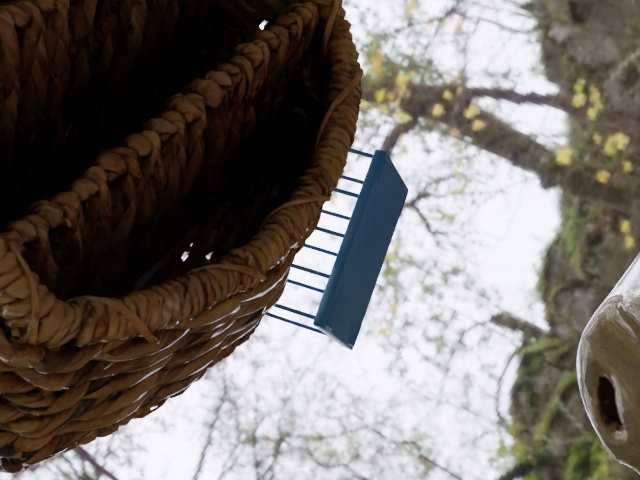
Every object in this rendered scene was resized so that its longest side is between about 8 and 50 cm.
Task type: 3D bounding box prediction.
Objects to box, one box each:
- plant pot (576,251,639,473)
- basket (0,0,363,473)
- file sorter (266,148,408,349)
[{"bbox_3d":[0.346,0.043,0.744,0.305,0.334,0.333,-40,-39,-28],"label":"plant pot"},{"bbox_3d":[-0.095,-0.066,0.541,0.299,0.213,0.223,-46,-15,-47],"label":"basket"},{"bbox_3d":[0.000,0.000,1.078,0.118,0.104,0.170,46,-118,-69],"label":"file sorter"}]
